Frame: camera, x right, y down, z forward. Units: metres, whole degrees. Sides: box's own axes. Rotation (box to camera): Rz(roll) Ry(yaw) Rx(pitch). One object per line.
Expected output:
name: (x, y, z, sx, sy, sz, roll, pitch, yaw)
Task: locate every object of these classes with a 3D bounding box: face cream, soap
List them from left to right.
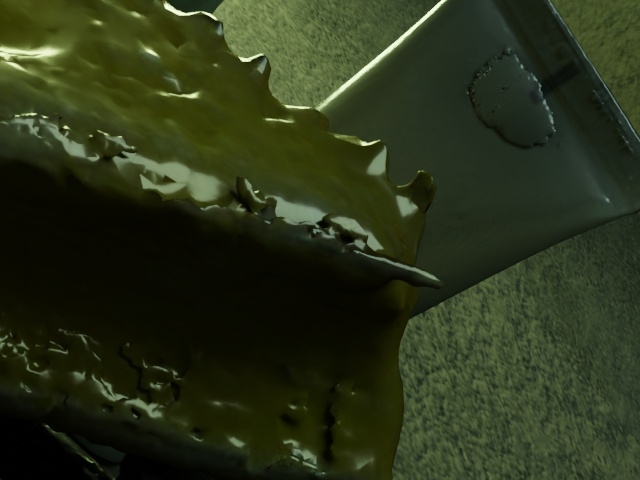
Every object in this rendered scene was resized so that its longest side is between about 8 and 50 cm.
soap: (-0.116, -0.057, 0.757, 0.339, 0.169, 0.304, 18, 32, -18)
face cream: (0.000, 0.000, 0.848, 0.143, 0.314, 0.089, 61, 18, 14)

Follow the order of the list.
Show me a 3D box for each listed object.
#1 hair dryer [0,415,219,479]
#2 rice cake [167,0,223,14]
hair dryer: (-0.145, 0.092, 0.732, 0.248, 0.114, 0.070, 38, 9, 13)
rice cake: (-0.139, -0.141, 1.076, 0.038, 0.124, 0.211, 52, 23, 11)
